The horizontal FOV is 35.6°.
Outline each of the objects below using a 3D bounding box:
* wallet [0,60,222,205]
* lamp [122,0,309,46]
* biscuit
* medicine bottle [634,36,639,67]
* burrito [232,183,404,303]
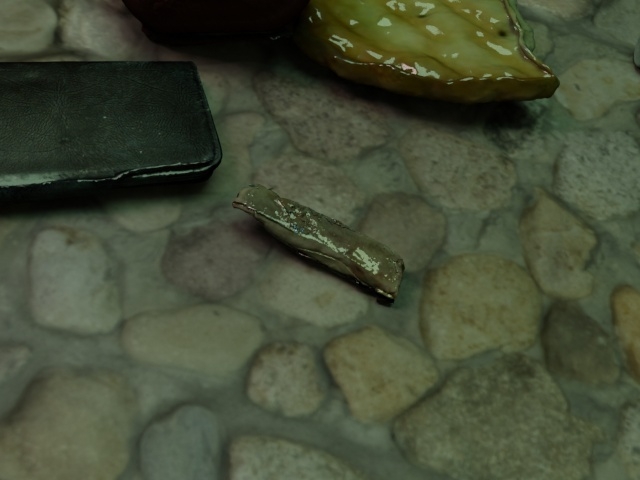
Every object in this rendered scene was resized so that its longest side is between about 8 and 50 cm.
[{"bbox_3d":[-0.257,-0.103,0.917,0.318,0.045,0.172,-5,51,-20],"label":"wallet"},{"bbox_3d":[-0.102,-0.288,1.014,0.258,0.180,0.180,3,48,15],"label":"lamp"},{"bbox_3d":[0.117,-0.271,1.147,0.329,0.078,0.335,16,49,0],"label":"biscuit"},{"bbox_3d":[0.429,-0.226,1.216,0.083,0.047,0.047,11,50,-8],"label":"medicine bottle"},{"bbox_3d":[0.001,-0.001,0.914,0.171,0.042,0.051,26,40,3],"label":"burrito"}]
